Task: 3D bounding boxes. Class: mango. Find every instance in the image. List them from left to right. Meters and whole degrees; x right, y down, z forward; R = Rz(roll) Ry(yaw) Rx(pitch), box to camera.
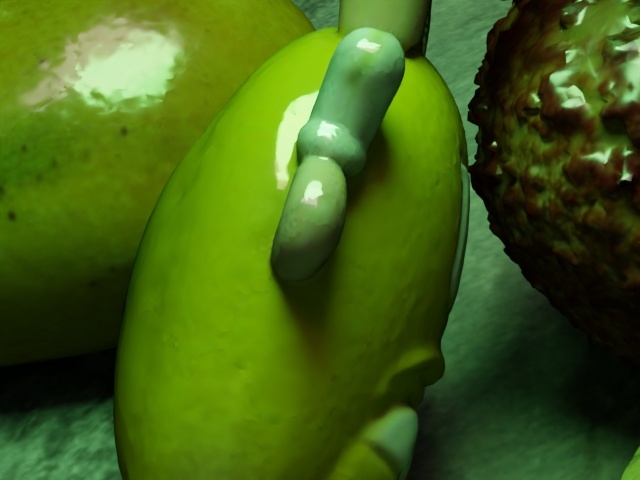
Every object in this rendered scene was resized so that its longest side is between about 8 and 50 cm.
[{"bbox_3d":[-0.206,-0.048,1.156,0.445,0.232,0.300,-9,32,13],"label":"mango"}]

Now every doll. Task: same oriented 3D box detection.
[{"bbox_3d":[0.007,-0.031,0.936,0.161,0.423,0.348,16,22,5],"label":"doll"}]

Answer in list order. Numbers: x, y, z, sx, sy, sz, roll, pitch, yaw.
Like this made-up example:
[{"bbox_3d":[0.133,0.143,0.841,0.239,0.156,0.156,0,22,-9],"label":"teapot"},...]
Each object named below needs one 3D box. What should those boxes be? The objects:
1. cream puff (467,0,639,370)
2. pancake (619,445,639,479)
[{"bbox_3d":[0.237,-0.030,0.985,0.350,0.229,0.350,11,12,-2],"label":"cream puff"},{"bbox_3d":[0.251,0.199,0.568,0.304,0.067,0.427,26,16,-19],"label":"pancake"}]
